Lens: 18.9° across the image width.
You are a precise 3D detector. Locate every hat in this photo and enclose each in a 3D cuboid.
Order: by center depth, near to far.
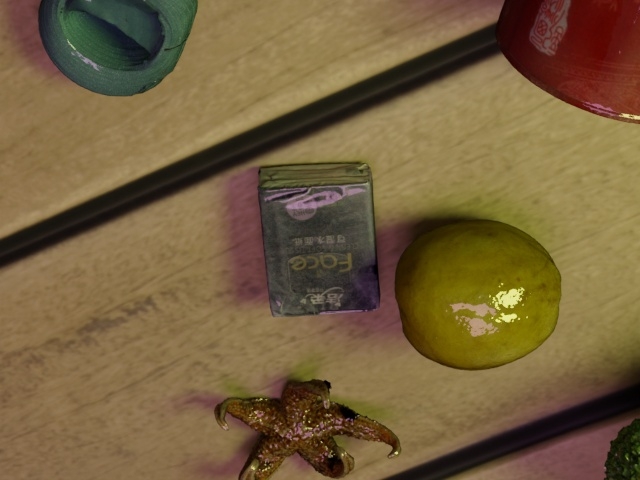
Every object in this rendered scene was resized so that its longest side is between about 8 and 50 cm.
[{"bbox_3d":[-0.178,-0.216,1.758,0.138,0.078,0.191,31,139,-8],"label":"hat"}]

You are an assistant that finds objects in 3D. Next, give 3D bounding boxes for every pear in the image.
[{"bbox_3d":[0.153,0.054,1.882,0.162,0.149,0.149,0,124,2],"label":"pear"}]

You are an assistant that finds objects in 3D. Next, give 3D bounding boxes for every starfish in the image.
[{"bbox_3d":[-0.011,0.199,2.030,0.189,0.074,0.146,-4,125,6],"label":"starfish"}]

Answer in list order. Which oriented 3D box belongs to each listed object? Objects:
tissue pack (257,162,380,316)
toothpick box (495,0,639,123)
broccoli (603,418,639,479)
[{"bbox_3d":[0.000,0.000,1.908,0.112,0.051,0.156,-3,124,3],"label":"tissue pack"},{"bbox_3d":[0.290,-0.288,1.608,0.204,0.204,0.333,13,124,-6],"label":"toothpick box"},{"bbox_3d":[0.485,0.241,1.910,0.413,0.321,0.310,6,95,1],"label":"broccoli"}]
